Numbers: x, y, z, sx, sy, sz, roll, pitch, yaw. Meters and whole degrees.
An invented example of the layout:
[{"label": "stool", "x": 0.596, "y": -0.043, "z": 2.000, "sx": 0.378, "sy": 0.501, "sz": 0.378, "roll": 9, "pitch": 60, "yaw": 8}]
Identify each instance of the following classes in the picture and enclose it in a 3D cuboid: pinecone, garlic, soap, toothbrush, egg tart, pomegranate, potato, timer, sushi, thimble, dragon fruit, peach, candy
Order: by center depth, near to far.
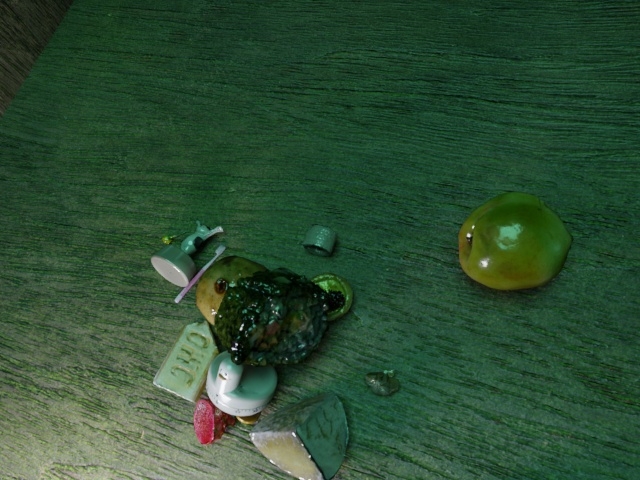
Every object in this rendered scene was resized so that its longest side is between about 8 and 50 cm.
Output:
[{"label": "potato", "x": -0.053, "y": 0.626, "z": 1.571, "sx": 0.264, "sy": 0.211, "sz": 0.189, "roll": -22, "pitch": 99, "yaw": 39}, {"label": "sushi", "x": -0.139, "y": 0.240, "z": 1.573, "sx": 0.178, "sy": 0.351, "sz": 0.294, "roll": 31, "pitch": 107, "yaw": 47}, {"label": "peach", "x": 0.612, "y": 0.017, "z": 1.578, "sx": 0.315, "sy": 0.314, "sz": 0.281, "roll": 20, "pitch": 37, "yaw": -2}, {"label": "garlic", "x": 0.197, "y": 0.461, "z": 1.595, "sx": 0.113, "sy": 0.094, "sz": 0.074, "roll": 8, "pitch": 107, "yaw": 11}, {"label": "timer", "x": -0.254, "y": 0.444, "z": 1.613, "sx": 0.233, "sy": 0.240, "sz": 0.233, "roll": 13, "pitch": 29, "yaw": -8}, {"label": "dragon fruit", "x": -0.349, "y": 0.603, "z": 1.660, "sx": 0.153, "sy": 0.111, "sz": 0.153, "roll": -15, "pitch": 71, "yaw": 49}, {"label": "pinecone", "x": 0.042, "y": 0.203, "z": 1.677, "sx": 0.083, "sy": 0.077, "sz": 0.077, "roll": 4, "pitch": 62, "yaw": -18}, {"label": "soap", "x": -0.436, "y": 0.401, "z": 1.692, "sx": 0.160, "sy": 0.080, "sz": 0.258, "roll": 23, "pitch": 68, "yaw": 4}, {"label": "pomegranate", "x": -0.296, "y": 0.189, "z": 1.743, "sx": 0.281, "sy": 0.281, "sz": 0.281, "roll": -5, "pitch": 64, "yaw": 11}, {"label": "egg tart", "x": 0.025, "y": 0.203, "z": 1.761, "sx": 0.191, "sy": 0.074, "sz": 0.191, "roll": -6, "pitch": 63, "yaw": 12}, {"label": "thimble", "x": 0.000, "y": 0.000, "z": 1.849, "sx": 0.115, "sy": 0.102, "sz": 0.090, "roll": 16, "pitch": 69, "yaw": 12}, {"label": "toothbrush", "x": -0.475, "y": 0.128, "z": 1.952, "sx": 0.025, "sy": 0.020, "sz": 0.286, "roll": 30, "pitch": 74, "yaw": 33}, {"label": "timer", "x": -0.515, "y": 0.029, "z": 1.953, "sx": 0.175, "sy": 0.175, "sz": 0.266, "roll": 20, "pitch": 56, "yaw": 22}, {"label": "candy", "x": -0.596, "y": -0.020, "z": 2.052, "sx": 0.123, "sy": 0.035, "sz": 0.035, "roll": -22, "pitch": 72, "yaw": -7}]
